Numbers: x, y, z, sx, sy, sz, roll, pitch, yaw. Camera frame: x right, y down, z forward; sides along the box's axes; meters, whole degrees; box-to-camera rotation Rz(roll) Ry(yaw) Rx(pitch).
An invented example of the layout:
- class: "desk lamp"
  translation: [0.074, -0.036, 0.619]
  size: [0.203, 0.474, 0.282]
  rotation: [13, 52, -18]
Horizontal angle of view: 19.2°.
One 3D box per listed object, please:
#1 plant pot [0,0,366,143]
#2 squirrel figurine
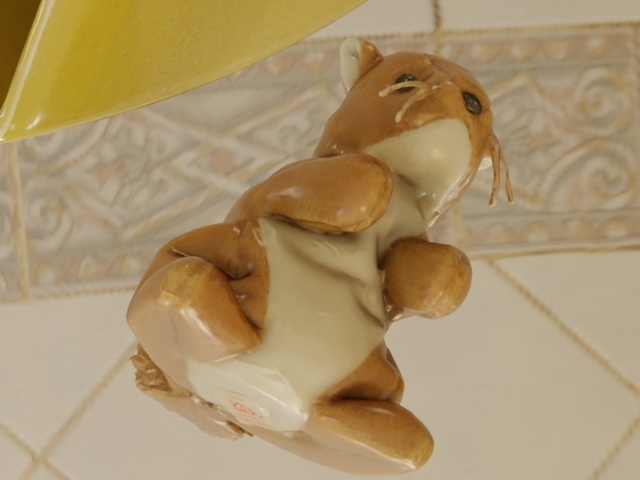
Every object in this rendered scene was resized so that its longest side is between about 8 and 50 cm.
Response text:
- class: "plant pot"
  translation: [-0.059, -0.174, 0.616]
  size: [0.212, 0.187, 0.212]
  rotation: [42, 119, 32]
- class: "squirrel figurine"
  translation: [0.000, 0.000, 1.732]
  size: [0.281, 0.397, 0.370]
  rotation: [33, 68, -12]
